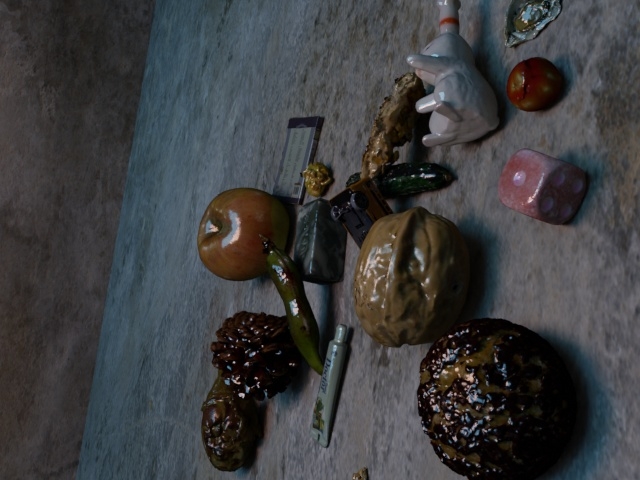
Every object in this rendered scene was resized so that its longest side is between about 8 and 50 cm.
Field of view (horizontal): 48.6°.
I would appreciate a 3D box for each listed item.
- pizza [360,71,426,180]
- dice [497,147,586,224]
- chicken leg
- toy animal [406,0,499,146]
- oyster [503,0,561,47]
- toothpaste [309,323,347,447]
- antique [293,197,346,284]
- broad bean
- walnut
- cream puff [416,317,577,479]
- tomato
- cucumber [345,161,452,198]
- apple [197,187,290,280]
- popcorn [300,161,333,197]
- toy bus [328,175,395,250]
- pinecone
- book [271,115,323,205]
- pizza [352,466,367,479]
[{"bbox_3d":[0.148,-0.220,1.364,0.226,0.069,0.147,-59,-16,-18],"label":"pizza"},{"bbox_3d":[0.328,-0.081,1.056,0.094,0.091,0.093,42,114,58],"label":"dice"},{"bbox_3d":[-0.223,0.381,1.746,0.211,0.140,0.360,149,125,-62],"label":"chicken leg"},{"bbox_3d":[0.221,-0.300,1.276,0.140,0.138,0.282,78,178,-61],"label":"toy animal"},{"bbox_3d":[0.361,-0.381,1.201,0.100,0.037,0.098,4,100,40],"label":"oyster"},{"bbox_3d":[0.021,0.299,1.474,0.067,0.037,0.255,17,97,56],"label":"toothpaste"},{"bbox_3d":[0.000,0.000,1.584,0.088,0.086,0.182,-17,63,56],"label":"antique"},{"bbox_3d":[-0.053,0.136,1.520,0.077,0.061,0.338,-33,75,61],"label":"broad bean"},{"bbox_3d":[0.155,0.062,1.197,0.198,0.198,0.244,-1,79,59],"label":"walnut"},{"bbox_3d":[0.235,0.226,1.006,0.239,0.165,0.238,-27,56,49],"label":"cream puff"},{"bbox_3d":[0.337,-0.250,1.133,0.087,0.075,0.087,-27,58,55],"label":"tomato"},{"bbox_3d":[0.150,-0.118,1.405,0.294,0.068,0.067,-4,74,59],"label":"cucumber"},{"bbox_3d":[-0.198,-0.015,1.822,0.261,0.194,0.260,-27,56,50],"label":"apple"},{"bbox_3d":[-0.019,-0.149,1.690,0.084,0.084,0.084,-32,51,51],"label":"popcorn"},{"bbox_3d":[0.106,-0.022,1.366,0.194,0.088,0.083,56,141,-4],"label":"toy bus"},{"bbox_3d":[-0.138,0.261,1.599,0.221,0.222,0.221,-32,51,51],"label":"pinecone"},{"bbox_3d":[-0.062,-0.209,1.848,0.157,0.026,0.231,13,90,58],"label":"book"},{"bbox_3d":[0.061,0.511,1.308,0.185,0.036,0.176,20,95,60],"label":"pizza"}]
